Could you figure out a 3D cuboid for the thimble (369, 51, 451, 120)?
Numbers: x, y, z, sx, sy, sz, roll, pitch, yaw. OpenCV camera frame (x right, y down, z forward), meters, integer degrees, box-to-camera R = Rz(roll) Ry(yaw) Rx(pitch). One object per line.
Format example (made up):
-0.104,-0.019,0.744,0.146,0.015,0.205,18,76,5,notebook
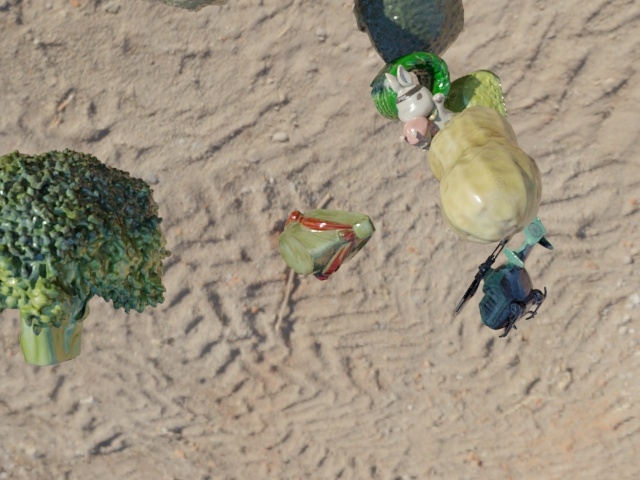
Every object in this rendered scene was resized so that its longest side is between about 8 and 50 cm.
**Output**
0.157,-0.267,1.160,0.130,0.090,0.118,-9,103,-23,thimble

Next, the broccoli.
-0.303,0.006,0.792,0.235,0.260,0.288,-24,171,37,broccoli

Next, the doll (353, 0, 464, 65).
0.148,-0.515,1.323,0.247,0.247,0.350,-13,140,19,doll

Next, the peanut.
0.206,-0.090,0.846,0.130,0.290,0.130,1,123,1,peanut

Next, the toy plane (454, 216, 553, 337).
0.406,0.083,1.428,0.106,0.155,0.382,-28,150,-26,toy plane

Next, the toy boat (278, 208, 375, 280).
-0.001,0.001,0.766,0.089,0.071,0.185,64,160,-7,toy boat

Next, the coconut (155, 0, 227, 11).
-0.254,-0.614,1.139,0.415,0.416,0.344,24,151,-17,coconut

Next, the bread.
0.278,-0.251,1.252,0.111,0.129,0.114,-5,167,-28,bread

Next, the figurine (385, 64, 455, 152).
0.156,-0.188,0.998,0.081,0.098,0.146,-35,128,30,figurine
